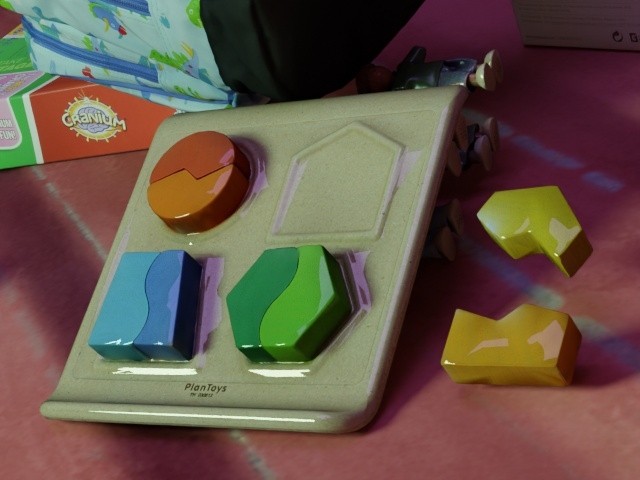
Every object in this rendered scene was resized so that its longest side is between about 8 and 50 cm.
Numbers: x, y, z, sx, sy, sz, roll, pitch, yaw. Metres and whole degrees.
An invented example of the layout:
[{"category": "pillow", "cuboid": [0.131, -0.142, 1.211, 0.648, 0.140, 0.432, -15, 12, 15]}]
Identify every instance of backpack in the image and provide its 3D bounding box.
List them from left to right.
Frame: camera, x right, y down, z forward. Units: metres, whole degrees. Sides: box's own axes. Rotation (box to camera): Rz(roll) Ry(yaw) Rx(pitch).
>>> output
[{"category": "backpack", "cuboid": [-0.095, -0.223, 1.021, 0.355, 0.273, 0.290, 24, 53, 23]}]

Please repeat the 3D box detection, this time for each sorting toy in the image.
[{"category": "sorting toy", "cuboid": [0.000, 0.000, 0.776, 0.307, 0.041, 0.229, -2, 53, 33]}]

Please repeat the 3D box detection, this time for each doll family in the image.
[{"category": "doll family", "cuboid": [0.042, -0.046, 0.884, 0.111, 0.076, 0.193, -1, 34, 25]}]

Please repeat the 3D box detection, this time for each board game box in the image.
[{"category": "board game box", "cuboid": [-0.166, -0.153, 1.256, 0.316, 0.064, 0.242, -6, 29, 28]}]

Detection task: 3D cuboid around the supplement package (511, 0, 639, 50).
[{"category": "supplement package", "cuboid": [0.201, -0.273, 1.020, 0.139, 0.244, 0.134, -36, 29, -31]}]
